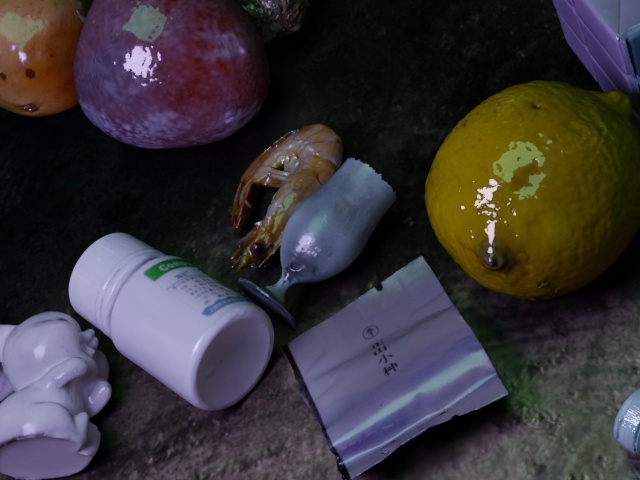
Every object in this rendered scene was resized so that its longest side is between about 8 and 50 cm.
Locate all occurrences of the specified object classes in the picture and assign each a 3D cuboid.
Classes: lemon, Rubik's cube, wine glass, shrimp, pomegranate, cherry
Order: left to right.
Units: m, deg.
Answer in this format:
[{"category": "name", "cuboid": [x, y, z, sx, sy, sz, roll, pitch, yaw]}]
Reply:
[{"category": "pomegranate", "cuboid": [-0.385, -0.259, 2.243, 0.191, 0.191, 0.191, -12, 53, 16]}, {"category": "cherry", "cuboid": [-0.205, -0.233, 2.125, 0.285, 0.236, 0.213, 28, 30, 17]}, {"category": "shrimp", "cuboid": [-0.058, -0.055, 2.042, 0.133, 0.053, 0.236, 15, 61, 29]}, {"category": "wine glass", "cuboid": [0.000, 0.000, 1.952, 0.093, 0.093, 0.202, 29, 74, 36]}, {"category": "lemon", "cuboid": [0.241, -0.057, 1.802, 0.253, 0.228, 0.228, -34, 50, -13]}, {"category": "Rubik's cube", "cuboid": [0.400, -0.276, 1.885, 0.231, 0.224, 0.221, -29, 52, 0]}]

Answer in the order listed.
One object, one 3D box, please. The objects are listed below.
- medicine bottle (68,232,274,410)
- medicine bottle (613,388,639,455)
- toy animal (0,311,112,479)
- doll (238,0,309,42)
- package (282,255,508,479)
[{"category": "medicine bottle", "cuboid": [-0.177, 0.089, 1.941, 0.237, 0.139, 0.139, 29, 72, 38]}, {"category": "medicine bottle", "cuboid": [0.396, 0.221, 1.630, 0.229, 0.083, 0.121, 29, 74, 37]}, {"category": "toy animal", "cuboid": [-0.337, 0.183, 1.951, 0.178, 0.127, 0.193, -23, 53, 10]}, {"category": "doll", "cuboid": [-0.068, -0.358, 2.231, 0.115, 0.105, 0.221, -54, 29, 37]}, {"category": "package", "cuboid": [0.078, 0.146, 1.845, 0.204, 0.062, 0.251, -30, 37, 2]}]
